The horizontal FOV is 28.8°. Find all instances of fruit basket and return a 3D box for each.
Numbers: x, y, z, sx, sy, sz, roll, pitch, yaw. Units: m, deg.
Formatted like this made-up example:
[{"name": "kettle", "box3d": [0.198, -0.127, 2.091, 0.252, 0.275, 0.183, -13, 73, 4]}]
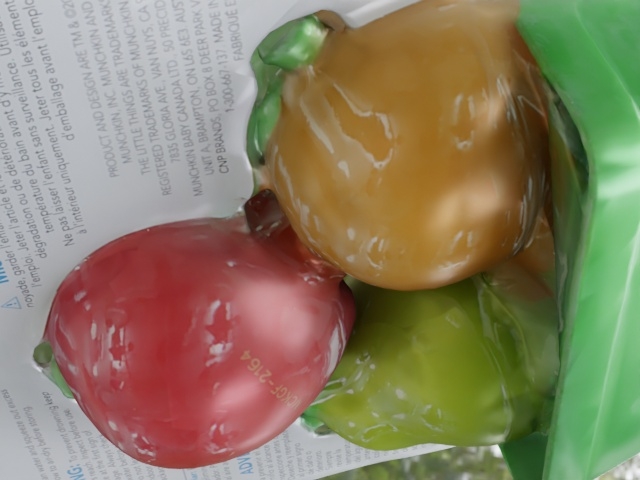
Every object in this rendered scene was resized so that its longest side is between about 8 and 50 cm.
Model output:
[{"name": "fruit basket", "box3d": [0.000, 0.000, 0.492, 0.327, 0.353, 0.165, 84, -4, -50]}]
